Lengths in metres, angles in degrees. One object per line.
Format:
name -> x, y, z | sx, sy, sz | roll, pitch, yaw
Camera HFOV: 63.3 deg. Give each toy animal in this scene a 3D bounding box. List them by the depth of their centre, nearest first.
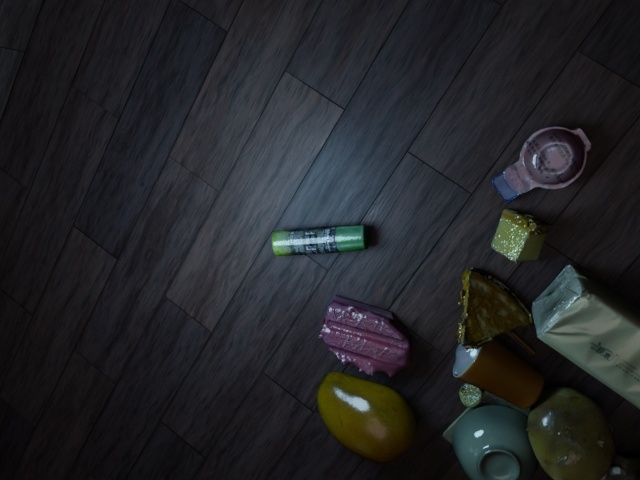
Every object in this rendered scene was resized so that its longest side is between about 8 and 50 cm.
toy animal -> 0.932, 0.669, 1.584 | 0.307, 0.188, 0.266 | -26, 123, 31

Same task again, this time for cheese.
cheese -> 0.654, -0.223, 1.540 | 0.285, 0.074, 0.189 | -36, 88, 24

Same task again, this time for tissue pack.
tissue pack -> 0.816, 0.270, 1.466 | 0.380, 0.297, 0.207 | 35, 111, 7

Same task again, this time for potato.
potato -> 0.737, 0.565, 1.552 | 0.238, 0.299, 0.116 | -16, 140, 25

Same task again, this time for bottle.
bottle -> 0.000, 0.000, 1.783 | 0.329, 0.093, 0.093 | -4, 99, 19

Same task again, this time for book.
book -> 0.584, 0.631, 1.754 | 0.214, 0.025, 0.283 | 36, 108, 7

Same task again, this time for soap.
soap -> 0.163, 0.332, 1.777 | 0.324, 0.127, 0.221 | 16, 106, 14

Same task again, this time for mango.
mango -> 0.149, 0.604, 1.793 | 0.377, 0.221, 0.264 | 29, 113, 22

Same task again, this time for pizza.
pizza -> 0.535, 0.241, 1.600 | 0.251, 0.288, 0.074 | 22, 148, -2

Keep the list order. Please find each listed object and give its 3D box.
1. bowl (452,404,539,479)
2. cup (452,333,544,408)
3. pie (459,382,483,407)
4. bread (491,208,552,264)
bowl -> 0.572, 0.699, 1.682 | 0.288, 0.146, 0.290 | 3, 102, 15
cup -> 0.572, 0.391, 1.652 | 0.263, 0.182, 0.226 | 31, 77, 3
pie -> 0.508, 0.519, 1.747 | 0.085, 0.017, 0.085 | -7, 79, 37
bread -> 0.615, -0.016, 1.600 | 0.152, 0.127, 0.147 | 37, 115, 43
